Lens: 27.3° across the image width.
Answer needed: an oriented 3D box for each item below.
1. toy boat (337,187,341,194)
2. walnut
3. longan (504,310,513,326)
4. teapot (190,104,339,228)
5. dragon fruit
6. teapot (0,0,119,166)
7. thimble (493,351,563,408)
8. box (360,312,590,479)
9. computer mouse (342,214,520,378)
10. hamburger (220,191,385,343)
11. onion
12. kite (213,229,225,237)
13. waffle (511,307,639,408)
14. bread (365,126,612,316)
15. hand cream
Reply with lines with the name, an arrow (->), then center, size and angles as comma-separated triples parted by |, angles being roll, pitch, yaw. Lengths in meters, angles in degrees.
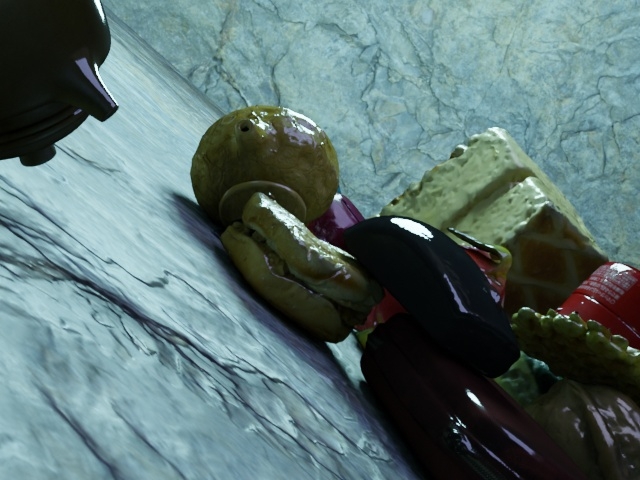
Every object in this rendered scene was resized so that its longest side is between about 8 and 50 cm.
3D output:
toy boat -> -0.027, -0.065, 2.469 | 0.299, 0.134, 0.092 | 12, 55, -78
walnut -> 0.351, 0.296, 1.721 | 0.198, 0.198, 0.245 | -6, 80, -83
longan -> 0.286, 0.200, 2.234 | 0.167, 0.167, 0.187 | -126, -163, -67
teapot -> -0.075, -0.062, 1.820 | 0.311, 0.203, 0.167 | 77, 11, -47
dragon fruit -> 0.161, 0.093, 1.914 | 0.227, 0.224, 0.224 | 18, 2, 7
teapot -> -0.267, -0.142, 1.071 | 0.267, 0.185, 0.175 | 11, -52, 38
thimble -> 0.331, 0.268, 2.021 | 0.254, 0.167, 0.288 | 38, 7, -38
box -> 0.185, 0.230, 1.558 | 0.263, 0.108, 0.404 | 39, 5, -24
computer mouse -> 0.146, 0.050, 1.630 | 0.170, 0.100, 0.269 | 31, 12, -48
hamburger -> -0.022, 0.036, 1.648 | 0.213, 0.108, 0.214 | 42, 4, -3
onion -> 0.000, 0.000, 2.060 | 0.195, 0.140, 0.218 | 49, 9, 2
kite -> -0.116, 0.007, 1.769 | 0.090, 0.004, 0.122 | 40, 5, -38
waffle -> 0.360, 0.161, 1.787 | 0.243, 0.059, 0.238 | 30, -13, -6
bread -> 0.311, 0.053, 2.414 | 0.390, 0.371, 0.279 | 41, 14, -41
hand cream -> 0.463, 0.152, 1.996 | 0.230, 0.149, 0.230 | 43, -10, 9
